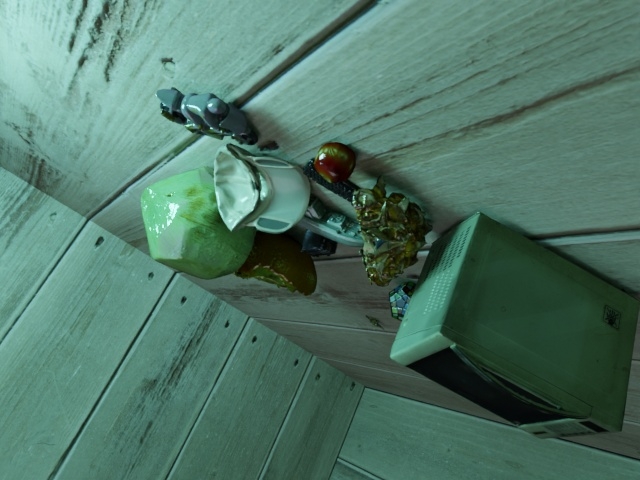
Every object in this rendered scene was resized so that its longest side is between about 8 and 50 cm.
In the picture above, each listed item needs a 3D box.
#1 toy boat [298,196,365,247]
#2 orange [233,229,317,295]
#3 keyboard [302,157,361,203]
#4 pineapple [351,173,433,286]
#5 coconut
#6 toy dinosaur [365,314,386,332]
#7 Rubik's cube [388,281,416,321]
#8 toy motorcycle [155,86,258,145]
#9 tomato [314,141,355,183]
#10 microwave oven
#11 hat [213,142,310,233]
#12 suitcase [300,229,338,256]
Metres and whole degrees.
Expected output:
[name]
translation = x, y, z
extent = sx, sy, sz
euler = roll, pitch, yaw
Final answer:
[toy boat]
translation = 0.026, -0.050, 1.198
extent = 0.260, 0.078, 0.085
euler = 24, 135, 10
[orange]
translation = -0.156, 0.073, 1.501
extent = 0.335, 0.196, 0.262
euler = -2, 149, 48
[keyboard]
translation = 0.062, -0.112, 1.082
extent = 0.231, 0.023, 0.072
euler = 31, 160, -12
[pineapple]
translation = 0.167, 0.004, 1.024
extent = 0.161, 0.158, 0.334
euler = -3, 141, 13
[coconut]
translation = -0.347, -0.050, 1.303
extent = 0.328, 0.328, 0.281
euler = 34, 153, -20
[toy dinosaur]
translation = 0.232, 0.343, 1.914
extent = 0.113, 0.026, 0.041
euler = 35, 165, 2
[Rubik's cube]
translation = 0.268, 0.190, 1.419
extent = 0.112, 0.133, 0.133
euler = 55, 155, 0
[toy motorcycle]
translation = -0.239, -0.267, 0.992
extent = 0.225, 0.073, 0.152
euler = 19, 167, -6
[tomato]
translation = 0.028, -0.157, 0.949
extent = 0.087, 0.075, 0.087
euler = 26, 161, 10
[microwave oven]
translation = 0.395, 0.191, 0.982
extent = 0.394, 0.333, 0.247
euler = 29, 155, -4
[hat]
translation = -0.146, -0.138, 1.158
extent = 0.226, 0.219, 0.164
euler = -2, -155, -16
[suitcase]
translation = 0.000, 0.000, 1.321
extent = 0.059, 0.086, 0.126
euler = 21, 164, -32
